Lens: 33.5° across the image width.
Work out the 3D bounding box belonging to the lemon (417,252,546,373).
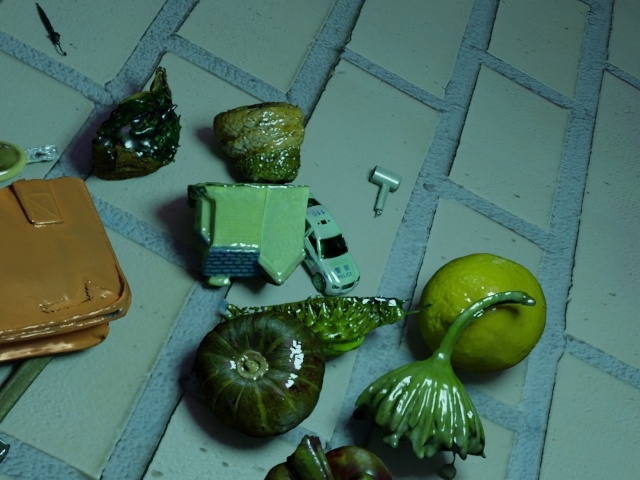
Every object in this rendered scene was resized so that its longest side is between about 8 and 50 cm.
[{"bbox_3d":[0.304,0.136,1.998,0.263,0.236,0.236,34,40,-38],"label":"lemon"}]

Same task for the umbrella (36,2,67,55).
[{"bbox_3d":[-0.540,-0.426,2.124,0.149,0.022,0.022,57,8,20],"label":"umbrella"}]

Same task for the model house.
[{"bbox_3d":[-0.141,-0.013,1.932,0.214,0.195,0.189,-1,92,-20],"label":"model house"}]

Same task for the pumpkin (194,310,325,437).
[{"bbox_3d":[-0.092,0.224,1.767,0.219,0.162,0.219,-2,63,4],"label":"pumpkin"}]

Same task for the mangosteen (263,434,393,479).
[{"bbox_3d":[0.015,0.444,1.529,0.307,0.347,0.307,-7,25,3],"label":"mangosteen"}]

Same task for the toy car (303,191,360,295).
[{"bbox_3d":[0.000,0.000,2.047,0.090,0.076,0.224,-16,64,-38],"label":"toy car"}]

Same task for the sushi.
[{"bbox_3d":[-0.323,-0.204,1.984,0.149,0.140,0.287,30,47,4],"label":"sushi"}]

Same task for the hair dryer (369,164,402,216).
[{"bbox_3d":[0.126,-0.097,2.225,0.063,0.038,0.124,24,55,-8],"label":"hair dryer"}]

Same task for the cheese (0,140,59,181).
[{"bbox_3d":[-0.544,-0.145,1.890,0.162,0.036,0.086,-12,63,-34],"label":"cheese"}]

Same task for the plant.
[{"bbox_3d":[0.200,0.223,1.851,0.251,0.180,0.333,21,75,-13],"label":"plant"}]

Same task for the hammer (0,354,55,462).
[{"bbox_3d":[-0.455,0.195,1.676,0.111,0.043,0.365,32,44,-1],"label":"hammer"}]

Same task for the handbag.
[{"bbox_3d":[-0.517,0.041,1.639,0.410,0.116,0.303,-7,61,-41],"label":"handbag"}]

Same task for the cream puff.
[{"bbox_3d":[-0.114,-0.174,2.083,0.183,0.183,0.169,-7,87,-32],"label":"cream puff"}]

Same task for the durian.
[{"bbox_3d":[0.015,0.149,1.892,0.375,0.132,0.106,0,61,-9],"label":"durian"}]
